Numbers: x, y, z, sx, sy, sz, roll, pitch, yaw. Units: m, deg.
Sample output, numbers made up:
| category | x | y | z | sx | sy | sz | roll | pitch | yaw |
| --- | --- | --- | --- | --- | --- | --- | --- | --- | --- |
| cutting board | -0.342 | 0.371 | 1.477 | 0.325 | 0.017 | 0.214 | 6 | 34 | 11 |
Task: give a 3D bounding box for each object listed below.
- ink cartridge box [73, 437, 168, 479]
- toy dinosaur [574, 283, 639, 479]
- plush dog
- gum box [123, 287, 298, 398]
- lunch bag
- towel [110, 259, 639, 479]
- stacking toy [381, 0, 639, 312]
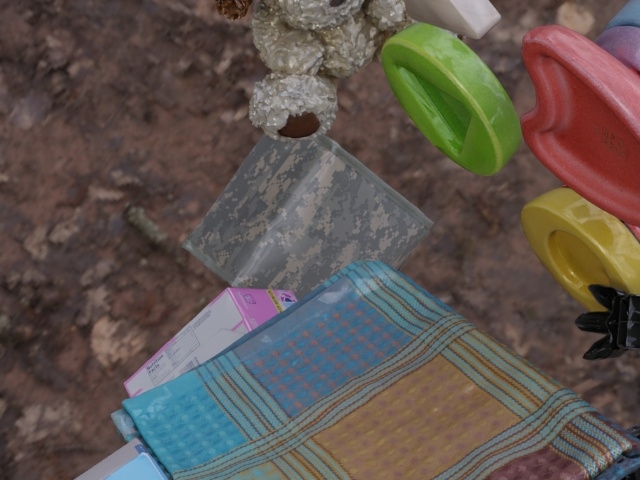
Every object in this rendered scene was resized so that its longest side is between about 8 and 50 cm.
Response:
| category | x | y | z | sx | sy | sz | roll | pitch | yaw |
| --- | --- | --- | --- | --- | --- | --- | --- | --- | --- |
| ink cartridge box | -0.077 | 0.173 | 0.591 | 0.090 | 0.092 | 0.143 | -33 | 91 | -12 |
| toy dinosaur | 0.303 | 0.109 | 0.945 | 0.218 | 0.322 | 0.164 | 8 | 50 | -19 |
| plush dog | 0.002 | -0.268 | 1.428 | 0.262 | 0.225 | 0.211 | -26 | 51 | -6 |
| gum box | -0.110 | 0.129 | 1.412 | 0.107 | 0.188 | 0.062 | 5 | 49 | -54 |
| lunch bag | 0.000 | 0.000 | 1.819 | 0.287 | 0.169 | 0.235 | 36 | 89 | -42 |
| towel | 0.020 | 0.138 | 0.976 | 0.271 | 0.370 | 0.040 | -30 | 118 | -15 |
| stacking toy | 0.185 | -0.107 | 0.951 | 0.130 | 0.309 | 0.279 | -40 | 74 | -13 |
